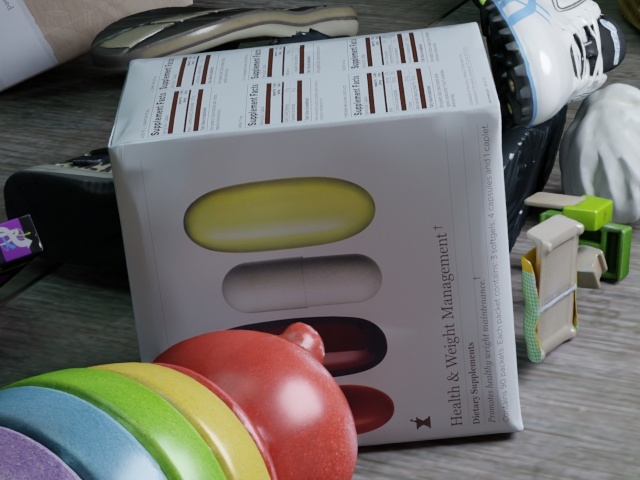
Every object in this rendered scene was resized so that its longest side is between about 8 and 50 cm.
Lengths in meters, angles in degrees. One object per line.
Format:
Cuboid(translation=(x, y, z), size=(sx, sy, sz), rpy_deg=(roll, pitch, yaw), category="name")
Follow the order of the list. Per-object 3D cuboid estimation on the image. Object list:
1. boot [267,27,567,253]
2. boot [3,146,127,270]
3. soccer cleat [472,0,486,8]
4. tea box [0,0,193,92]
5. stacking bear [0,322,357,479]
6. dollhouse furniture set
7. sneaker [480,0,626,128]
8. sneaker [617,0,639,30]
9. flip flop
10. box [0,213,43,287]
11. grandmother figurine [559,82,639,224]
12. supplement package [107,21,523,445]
Cuboid(translation=(0.044, -0.066, 1.299), size=(0.207, 0.094, 0.246), rpy_deg=(15, 22, 12), category="boot")
Cuboid(translation=(-0.074, -0.033, 1.316), size=(0.236, 0.085, 0.179), rpy_deg=(12, 26, 32), category="boot")
Cuboid(translation=(0.172, -0.237, 1.758), size=(0.072, 0.060, 0.179), rpy_deg=(-1, 16, 35), category="soccer cleat")
Cuboid(translation=(-0.264, -0.354, 1.726), size=(0.220, 0.329, 0.323), rpy_deg=(-23, 21, 11), category="tea box")
Cuboid(translation=(-0.092, 0.123, 0.887), size=(0.164, 0.175, 0.289), rpy_deg=(8, 20, 33), category="stacking bear")
Cuboid(translation=(0.135, 0.014, 1.168), size=(0.059, 0.076, 0.152), rpy_deg=(10, 18, 27), category="dollhouse furniture set")
Cuboid(translation=(0.151, -0.123, 1.240), size=(0.086, 0.085, 0.237), rpy_deg=(-9, 10, 11), category="sneaker")
Cuboid(translation=(0.309, -0.209, 1.650), size=(0.084, 0.069, 0.185), rpy_deg=(0, 29, -7), category="sneaker")
Cuboid(translation=(-0.070, -0.154, 1.611), size=(0.112, 0.080, 0.277), rpy_deg=(7, 11, 37), category="flip flop")
Cuboid(translation=(-0.265, 0.034, 1.211), size=(0.162, 0.029, 0.116), rpy_deg=(-19, -6, -28), category="box")
Cuboid(translation=(0.299, -0.105, 1.355), size=(0.342, 0.104, 0.208), rpy_deg=(-29, -10, -31), category="grandmother figurine")
Cuboid(translation=(0.000, 0.000, 1.080), size=(0.203, 0.194, 0.149), rpy_deg=(-6, 23, 2), category="supplement package")
